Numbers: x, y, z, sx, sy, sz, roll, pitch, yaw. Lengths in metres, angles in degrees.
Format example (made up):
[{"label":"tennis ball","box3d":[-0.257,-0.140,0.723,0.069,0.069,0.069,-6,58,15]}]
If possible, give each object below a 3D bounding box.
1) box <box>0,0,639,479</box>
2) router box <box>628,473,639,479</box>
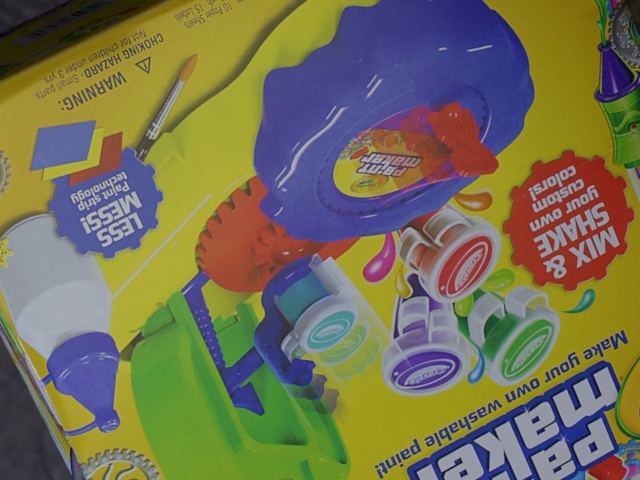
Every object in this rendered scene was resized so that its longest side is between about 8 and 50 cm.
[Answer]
[{"label":"box","box3d":[0.000,0.000,0.824,0.290,0.177,0.279,-28,106,-11]},{"label":"router box","box3d":[0.080,0.135,1.016,0.301,0.082,0.335,-18,107,-14]}]
